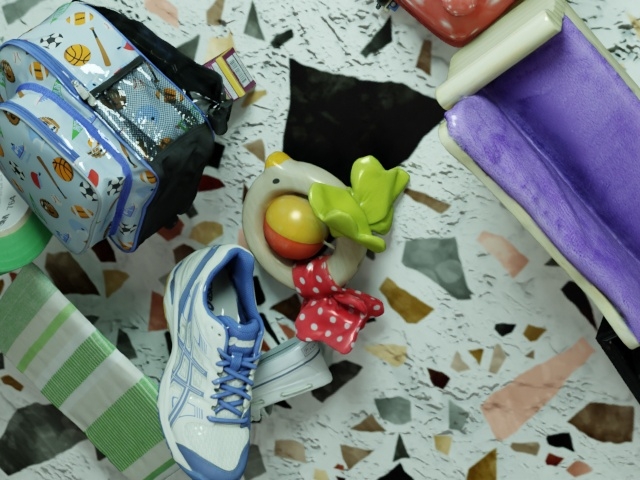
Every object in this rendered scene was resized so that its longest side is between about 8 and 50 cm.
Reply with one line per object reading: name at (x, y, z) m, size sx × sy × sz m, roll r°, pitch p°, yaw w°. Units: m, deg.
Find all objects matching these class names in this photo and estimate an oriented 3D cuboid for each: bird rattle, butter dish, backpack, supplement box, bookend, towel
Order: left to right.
backpack at (-0.268, -0.132, 1.715) m, size 0.263 × 0.213 × 0.276 m, roll 51°, pitch 147°, yaw 11°
towel at (-0.297, 0.184, 1.939) m, size 0.325 × 0.038 × 0.248 m, roll 45°, pitch 146°, yaw -2°
supplement box at (-0.127, -0.182, 1.745) m, size 0.083 × 0.043 × 0.055 m, roll -26°, pitch 104°, yaw 28°
bird rattle at (0.000, 0.000, 1.765) m, size 0.207 × 0.143 × 0.253 m, roll 33°, pitch 135°, yaw 17°
butter dish at (0.144, -0.272, 1.537) m, size 0.160 × 0.118 × 0.160 m, roll 38°, pitch 120°, yaw -21°
bookend at (0.420, 0.125, 1.663) m, size 0.156 × 0.072 × 0.157 m, roll -28°, pitch 102°, yaw 29°

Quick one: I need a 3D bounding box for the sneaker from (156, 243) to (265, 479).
sneaker at (-0.125, 0.146, 1.774) m, size 0.131 × 0.112 × 0.296 m, roll -27°, pitch 65°, yaw 53°

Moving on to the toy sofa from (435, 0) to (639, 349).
toy sofa at (0.289, -0.072, 1.524) m, size 0.150 × 0.177 × 0.362 m, roll -35°, pitch 109°, yaw 29°

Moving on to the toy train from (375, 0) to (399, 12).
toy train at (0.113, -0.306, 1.605) m, size 0.036 × 0.027 × 0.158 m, roll 35°, pitch 121°, yaw -10°

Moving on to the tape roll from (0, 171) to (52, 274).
tape roll at (-0.439, -0.106, 1.739) m, size 0.077 × 0.321 × 0.321 m, roll -18°, pitch 106°, yaw 29°

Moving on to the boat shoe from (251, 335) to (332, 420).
boat shoe at (-0.089, 0.197, 1.886) m, size 0.226 × 0.083 × 0.076 m, roll -26°, pitch 102°, yaw 28°
